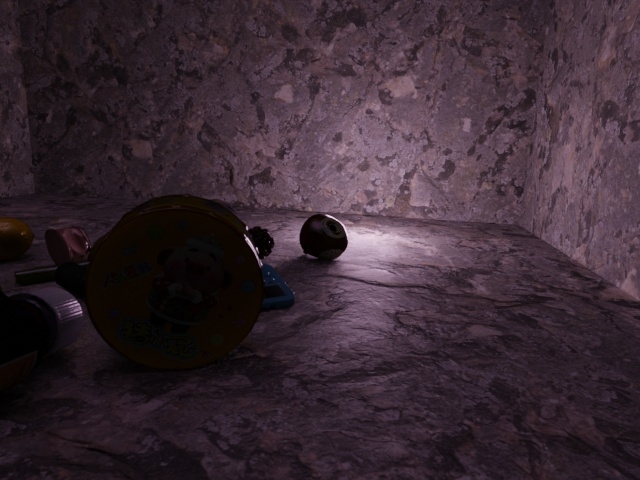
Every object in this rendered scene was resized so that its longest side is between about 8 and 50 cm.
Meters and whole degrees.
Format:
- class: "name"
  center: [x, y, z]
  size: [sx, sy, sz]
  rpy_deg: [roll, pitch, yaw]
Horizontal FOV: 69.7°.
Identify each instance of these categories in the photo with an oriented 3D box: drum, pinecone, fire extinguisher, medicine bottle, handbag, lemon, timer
- class: "drum"
  center: [-0.358, 0.098, 1.170]
  size: [0.431, 0.431, 0.214]
  rpy_deg: [-1, 14, -14]
- class: "pinecone"
  center: [-0.286, 0.014, 2.122]
  size: [0.174, 0.173, 0.173]
  rpy_deg: [3, 13, -1]
- class: "fire extinguisher"
  center: [-0.798, 0.152, 1.578]
  size: [0.311, 0.095, 0.114]
  rpy_deg: [9, 58, 34]
- class: "medicine bottle"
  center: [-0.703, 0.215, 1.010]
  size: [0.243, 0.242, 0.395]
  rpy_deg: [5, 1, 10]
- class: "handbag"
  center: [-1.034, 0.026, 1.899]
  size: [0.205, 0.179, 0.116]
  rpy_deg: [10, 22, 36]
- class: "lemon"
  center: [-1.350, -0.008, 1.954]
  size: [0.188, 0.188, 0.257]
  rpy_deg: [12, 13, 35]
- class: "timer"
  center: [-0.233, 0.169, 1.619]
  size: [0.232, 0.091, 0.250]
  rpy_deg: [-4, 18, -31]

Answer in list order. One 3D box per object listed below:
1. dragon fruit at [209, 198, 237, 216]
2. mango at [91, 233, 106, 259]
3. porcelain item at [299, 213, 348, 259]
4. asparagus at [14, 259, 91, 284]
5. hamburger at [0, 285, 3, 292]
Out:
- class: "dragon fruit"
  center: [-0.552, -0.094, 2.253]
  size: [0.204, 0.221, 0.283]
  rpy_deg: [18, 22, -42]
- class: "mango"
  center: [-0.668, 0.068, 1.742]
  size: [0.382, 0.201, 0.225]
  rpy_deg: [11, -12, -8]
- class: "porcelain item"
  center: [0.000, 0.000, 2.240]
  size: [0.253, 0.253, 0.253]
  rpy_deg: [3, 13, -1]
- class: "asparagus"
  center: [-1.002, 0.121, 1.744]
  size: [0.278, 0.060, 0.067]
  rpy_deg: [-8, 36, -41]
- class: "hamburger"
  center: [-1.112, 0.145, 1.348]
  size: [0.288, 0.192, 0.167]
  rpy_deg: [-1, 23, -13]
